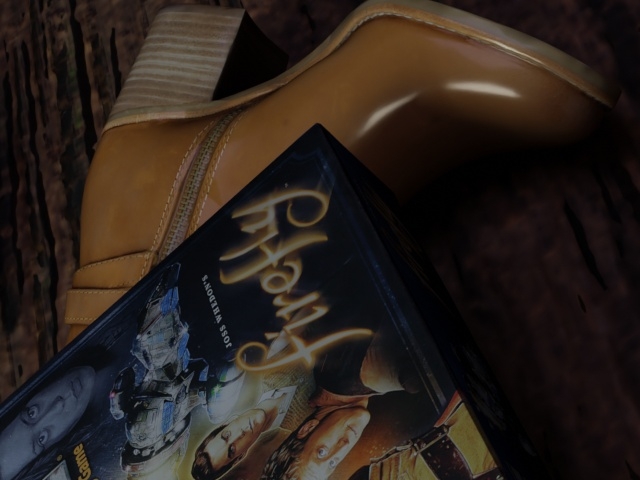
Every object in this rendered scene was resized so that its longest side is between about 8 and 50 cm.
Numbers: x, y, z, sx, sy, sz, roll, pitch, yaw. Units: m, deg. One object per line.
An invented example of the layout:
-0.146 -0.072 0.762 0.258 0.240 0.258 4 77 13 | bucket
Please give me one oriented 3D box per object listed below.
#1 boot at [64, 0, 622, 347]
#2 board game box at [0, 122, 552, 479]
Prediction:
0.000 0.000 0.664 0.197 0.073 0.152 4 72 38 | boot
-0.020 0.088 0.526 0.165 0.042 0.243 -41 32 10 | board game box
